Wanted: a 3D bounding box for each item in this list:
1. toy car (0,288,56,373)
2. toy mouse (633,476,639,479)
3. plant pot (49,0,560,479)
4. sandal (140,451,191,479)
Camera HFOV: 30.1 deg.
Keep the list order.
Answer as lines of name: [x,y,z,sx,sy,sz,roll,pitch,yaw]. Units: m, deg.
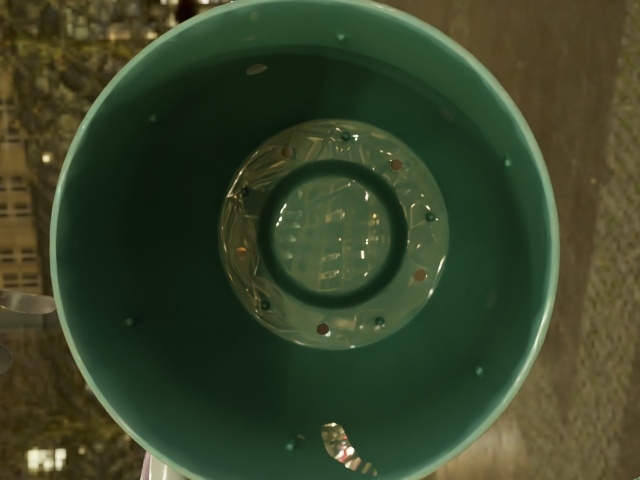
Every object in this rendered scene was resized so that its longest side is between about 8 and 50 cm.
toy car: [-0.324,0.068,1.009,0.155,0.188,0.149,-46,46,23]
toy mouse: [0.397,0.274,1.310,0.143,0.161,0.031,-30,-81,-57]
plant pot: [0.000,0.000,0.787,0.235,0.293,0.293,-28,-64,-83]
sandal: [-0.083,0.193,0.888,0.169,0.102,0.416,57,-174,-8]
